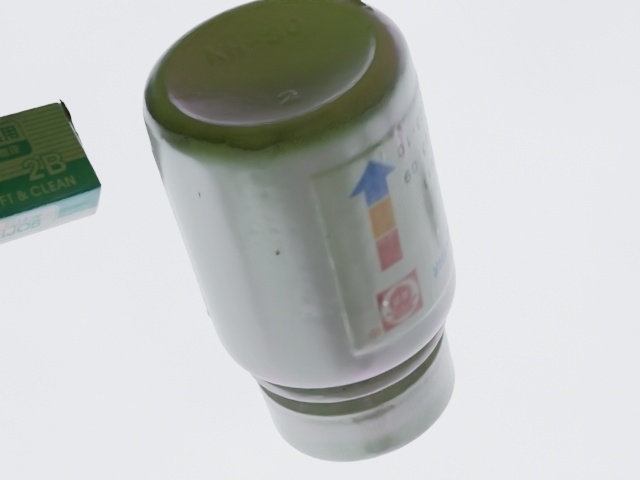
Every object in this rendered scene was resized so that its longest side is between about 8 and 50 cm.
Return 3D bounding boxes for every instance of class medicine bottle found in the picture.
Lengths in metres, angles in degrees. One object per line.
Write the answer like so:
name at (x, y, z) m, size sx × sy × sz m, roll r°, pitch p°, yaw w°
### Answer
medicine bottle at (0.000, 0.000, 1.009) m, size 0.170 × 0.293 × 0.170 m, roll -10°, pitch -141°, yaw 8°

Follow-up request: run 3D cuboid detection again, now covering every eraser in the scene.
eraser at (-0.297, -0.039, 1.259) m, size 0.225 × 0.052 × 0.096 m, roll -19°, pitch -113°, yaw -27°
